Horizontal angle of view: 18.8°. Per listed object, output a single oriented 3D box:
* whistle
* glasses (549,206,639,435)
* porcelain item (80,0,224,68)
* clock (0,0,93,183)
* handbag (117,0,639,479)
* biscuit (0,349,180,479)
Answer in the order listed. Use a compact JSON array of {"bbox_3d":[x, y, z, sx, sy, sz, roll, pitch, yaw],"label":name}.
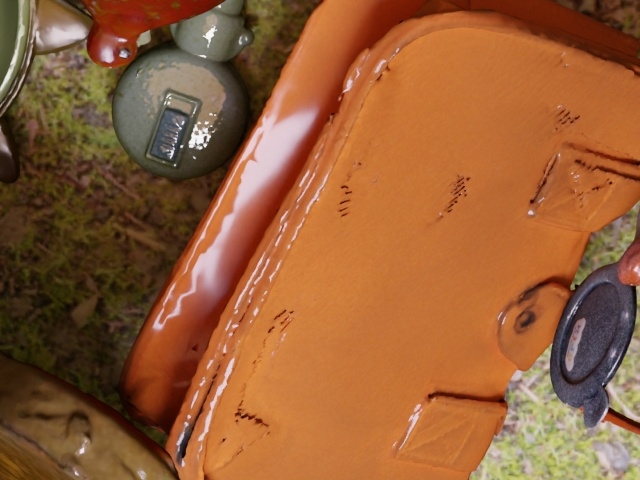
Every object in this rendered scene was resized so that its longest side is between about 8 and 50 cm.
[{"bbox_3d":[-0.090,-0.139,1.449,0.104,0.057,0.198,21,107,-1],"label":"whistle"},{"bbox_3d":[0.317,0.062,1.390,0.268,0.118,0.234,26,103,-26],"label":"glasses"},{"bbox_3d":[-0.141,-0.234,1.330,0.253,0.253,0.253,1,105,5],"label":"porcelain item"},{"bbox_3d":[-0.351,-0.182,1.431,0.348,0.117,0.286,29,106,-3],"label":"clock"},{"bbox_3d":[0.061,0.015,1.376,0.304,0.116,0.410,16,111,-37],"label":"handbag"},{"bbox_3d":[-0.203,0.152,1.385,0.368,0.394,0.076,28,69,27],"label":"biscuit"}]
